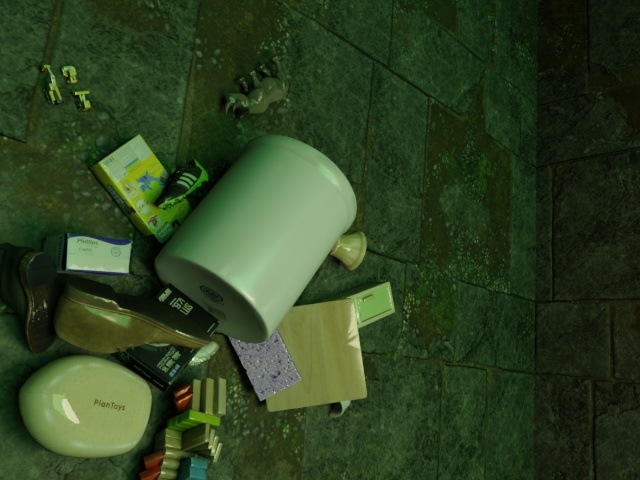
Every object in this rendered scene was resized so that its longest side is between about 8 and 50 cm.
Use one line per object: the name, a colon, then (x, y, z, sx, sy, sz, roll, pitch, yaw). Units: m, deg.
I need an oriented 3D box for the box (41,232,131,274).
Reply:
box: (-0.466, 0.032, 1.100, 0.126, 0.137, 0.072, 8, 79, -44)

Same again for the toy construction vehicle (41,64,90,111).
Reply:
toy construction vehicle: (-0.528, -0.318, 1.157, 0.086, 0.035, 0.098, -19, 98, -44)

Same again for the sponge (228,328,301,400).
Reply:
sponge: (-0.144, 0.279, 1.386, 0.117, 0.031, 0.209, -26, 91, -1)

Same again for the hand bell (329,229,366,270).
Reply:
hand bell: (0.000, 0.000, 1.610, 0.242, 0.126, 0.126, 17, 73, -29)

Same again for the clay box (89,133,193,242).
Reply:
clay box: (-0.394, -0.111, 1.248, 0.127, 0.053, 0.222, -51, 120, -39)

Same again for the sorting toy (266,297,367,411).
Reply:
sorting toy: (-0.026, 0.290, 1.449, 0.256, 0.089, 0.256, -8, 90, -1)

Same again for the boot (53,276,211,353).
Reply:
boot: (-0.374, 0.176, 1.115, 0.306, 0.112, 0.115, 23, 96, -24)

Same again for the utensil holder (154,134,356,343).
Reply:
utensil holder: (-0.146, -0.004, 1.294, 0.327, 0.328, 0.385, 53, 54, -26)

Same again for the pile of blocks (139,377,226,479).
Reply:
pile of blocks: (-0.310, 0.464, 1.191, 0.113, 0.149, 0.361, 30, 65, -39)

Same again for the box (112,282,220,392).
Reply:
box: (-0.334, 0.209, 1.206, 0.147, 0.077, 0.180, 38, 54, 0)

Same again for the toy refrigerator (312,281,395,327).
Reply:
toy refrigerator: (0.108, 0.203, 1.674, 0.270, 0.094, 0.102, -14, 95, -44)

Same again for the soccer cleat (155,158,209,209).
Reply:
soccer cleat: (-0.322, -0.127, 1.253, 0.072, 0.060, 0.179, 55, 35, -12)

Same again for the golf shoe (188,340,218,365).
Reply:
golf shoe: (-0.315, 0.252, 1.275, 0.176, 0.069, 0.085, -19, 92, -45)

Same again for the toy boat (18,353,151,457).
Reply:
toy boat: (-0.477, 0.380, 1.061, 0.267, 0.148, 0.317, 38, 52, -41)

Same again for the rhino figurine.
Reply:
rhino figurine: (-0.172, -0.398, 1.492, 0.243, 0.073, 0.106, -46, 113, -36)

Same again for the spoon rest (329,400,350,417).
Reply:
spoon rest: (0.012, 0.382, 1.565, 0.137, 0.084, 0.276, -43, 115, -39)

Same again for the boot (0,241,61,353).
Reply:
boot: (-0.558, 0.106, 1.057, 0.082, 0.106, 0.219, -29, 134, -57)
